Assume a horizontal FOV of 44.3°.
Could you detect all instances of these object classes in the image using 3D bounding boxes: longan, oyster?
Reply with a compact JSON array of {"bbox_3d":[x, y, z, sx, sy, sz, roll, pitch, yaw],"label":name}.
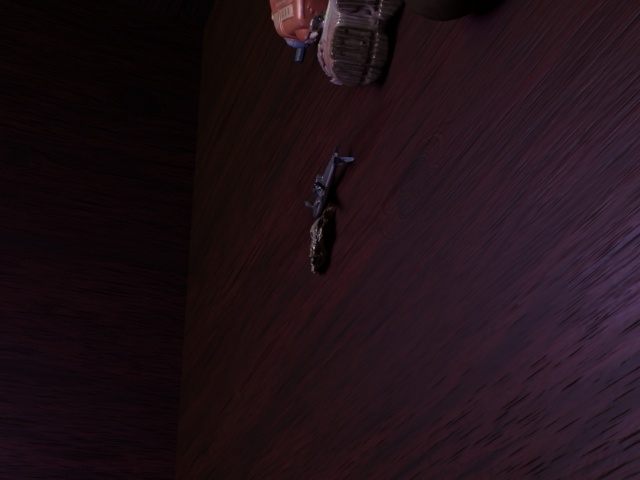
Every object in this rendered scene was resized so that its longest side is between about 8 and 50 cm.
[{"bbox_3d":[0.229,-0.496,1.394,0.220,0.196,0.196,-46,35,35],"label":"longan"},{"bbox_3d":[-0.002,0.000,1.907,0.108,0.053,0.165,-36,-48,-81],"label":"oyster"}]

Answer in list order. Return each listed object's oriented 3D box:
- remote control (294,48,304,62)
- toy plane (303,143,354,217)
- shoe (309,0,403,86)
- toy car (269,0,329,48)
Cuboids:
[{"bbox_3d":[-0.054,-0.631,2.453,0.043,0.027,0.152,18,97,65],"label":"remote control"},{"bbox_3d":[0.012,-0.138,1.945,0.226,0.058,0.226,-57,13,43],"label":"toy plane"},{"bbox_3d":[0.075,-0.532,1.845,0.198,0.172,0.351,-162,87,-73],"label":"shoe"},{"bbox_3d":[-0.043,-0.662,2.246,0.270,0.181,0.212,-164,77,-69],"label":"toy car"}]
